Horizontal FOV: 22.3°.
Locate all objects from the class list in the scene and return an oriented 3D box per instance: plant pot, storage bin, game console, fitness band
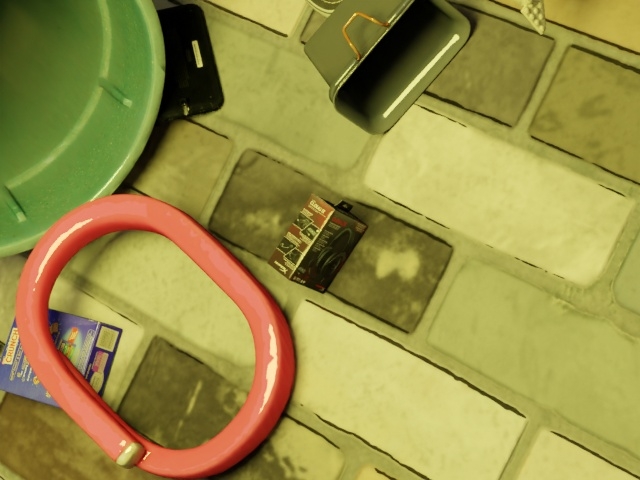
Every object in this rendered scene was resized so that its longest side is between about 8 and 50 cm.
[{"bbox_3d":[-0.373,-0.204,1.575,0.341,0.341,0.334,-54,41,7],"label":"plant pot"},{"bbox_3d":[0.047,-0.181,1.455,0.135,0.098,0.091,-50,47,10],"label":"storage bin"},{"bbox_3d":[-0.158,-0.160,1.618,0.107,0.071,0.122,-13,67,-4],"label":"game console"},{"bbox_3d":[-0.156,0.085,1.491,0.291,0.054,0.209,43,92,23],"label":"fitness band"}]

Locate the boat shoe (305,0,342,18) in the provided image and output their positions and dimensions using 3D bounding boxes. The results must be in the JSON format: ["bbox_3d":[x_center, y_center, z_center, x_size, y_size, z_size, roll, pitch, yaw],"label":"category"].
[{"bbox_3d":[-0.018,-0.308,1.535,0.080,0.076,0.228,-29,63,22],"label":"boat shoe"}]

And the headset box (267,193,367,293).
[{"bbox_3d":[0.000,0.000,1.445,0.032,0.062,0.083,38,97,33],"label":"headset box"}]

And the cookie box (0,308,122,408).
[{"bbox_3d":[-0.257,0.114,1.581,0.107,0.040,0.091,12,81,32],"label":"cookie box"}]

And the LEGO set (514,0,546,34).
[{"bbox_3d":[0.223,-0.286,1.380,0.244,0.060,0.182,-39,24,21],"label":"LEGO set"}]
